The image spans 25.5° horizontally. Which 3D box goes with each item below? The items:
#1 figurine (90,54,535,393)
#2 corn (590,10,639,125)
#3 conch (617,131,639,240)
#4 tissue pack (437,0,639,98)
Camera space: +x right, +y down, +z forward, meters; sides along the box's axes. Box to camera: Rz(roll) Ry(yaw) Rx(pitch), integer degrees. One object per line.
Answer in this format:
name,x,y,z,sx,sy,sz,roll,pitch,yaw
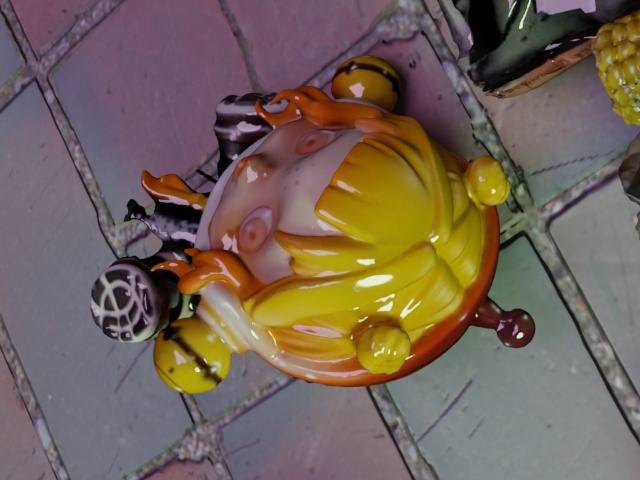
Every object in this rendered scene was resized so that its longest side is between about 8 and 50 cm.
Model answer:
figurine,0.001,0.003,1.095,0.323,0.196,0.320,11,61,46
corn,0.326,-0.141,0.878,0.310,0.101,0.101,-20,82,23
conch,0.270,-0.034,0.949,0.153,0.102,0.135,-37,54,-13
tissue pack,0.198,-0.270,0.969,0.332,0.123,0.245,-30,74,35
